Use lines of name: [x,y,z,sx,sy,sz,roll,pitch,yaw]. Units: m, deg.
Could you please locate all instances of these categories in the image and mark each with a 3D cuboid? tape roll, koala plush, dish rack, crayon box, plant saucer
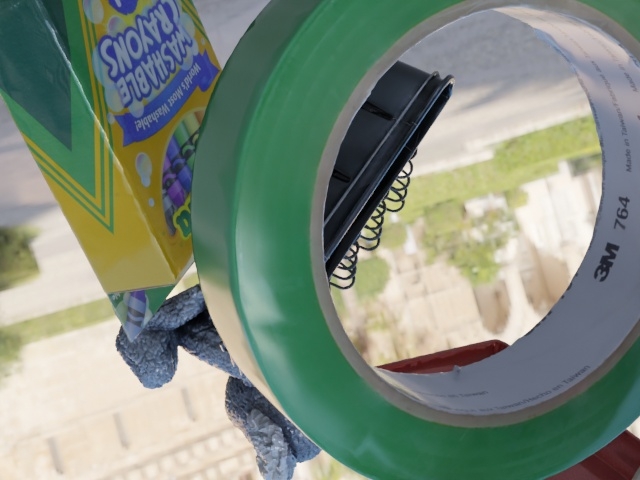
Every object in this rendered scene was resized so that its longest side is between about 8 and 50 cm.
tape roll: [0.090,-0.020,0.640,0.321,0.321,0.077,-16,-163,-20]
koala plush: [-0.054,0.133,1.162,0.203,0.221,0.196,-28,178,32]
dish rack: [0.000,0.000,0.807,0.208,0.074,0.271,-54,169,-18]
crayon box: [-0.156,-0.101,0.984,0.083,0.323,0.203,-9,-152,27]
plant saucer: [0.169,0.196,1.079,0.258,0.047,0.259,-7,-148,-39]

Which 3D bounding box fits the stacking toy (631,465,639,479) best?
stacking toy: [0.369,0.273,0.497,0.351,0.480,0.350,-28,-164,9]
